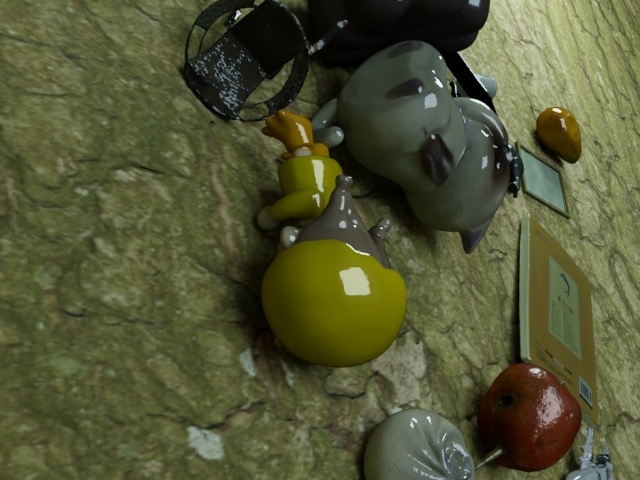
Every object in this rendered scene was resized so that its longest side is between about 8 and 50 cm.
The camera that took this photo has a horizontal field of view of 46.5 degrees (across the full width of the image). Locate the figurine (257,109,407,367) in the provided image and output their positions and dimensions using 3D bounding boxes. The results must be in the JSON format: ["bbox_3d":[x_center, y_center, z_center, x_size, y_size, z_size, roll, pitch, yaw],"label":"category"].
[{"bbox_3d":[0.000,0.000,0.997,0.215,0.187,0.344,23,47,-54],"label":"figurine"}]

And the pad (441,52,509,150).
[{"bbox_3d":[0.262,-0.337,1.433,0.330,0.004,0.220,62,10,28],"label":"pad"}]

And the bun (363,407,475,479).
[{"bbox_3d":[0.149,0.316,1.029,0.173,0.120,0.173,22,57,-37],"label":"bun"}]

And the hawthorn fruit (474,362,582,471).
[{"bbox_3d":[0.297,0.322,1.186,0.285,0.165,0.165,-38,99,-33],"label":"hawthorn fruit"}]

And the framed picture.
[{"bbox_3d":[0.528,-0.141,1.767,0.201,0.010,0.136,22,54,-40],"label":"framed picture"}]

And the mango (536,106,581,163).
[{"bbox_3d":[0.597,-0.265,1.845,0.165,0.089,0.115,28,53,-39],"label":"mango"}]

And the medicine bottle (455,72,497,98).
[{"bbox_3d":[0.339,-0.333,1.622,0.091,0.058,0.058,-7,76,-49],"label":"medicine bottle"}]

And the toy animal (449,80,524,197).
[{"bbox_3d":[0.324,-0.197,1.521,0.269,0.082,0.137,53,38,-5],"label":"toy animal"}]

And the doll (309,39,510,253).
[{"bbox_3d":[0.177,-0.163,1.231,0.370,0.226,0.215,32,29,-31],"label":"doll"}]

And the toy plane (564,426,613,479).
[{"bbox_3d":[0.513,0.441,1.406,0.171,0.065,0.162,0,81,-52],"label":"toy plane"}]

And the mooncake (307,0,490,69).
[{"bbox_3d":[0.124,-0.392,1.239,0.306,0.306,0.154,3,77,-47],"label":"mooncake"}]

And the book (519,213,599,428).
[{"bbox_3d":[0.494,0.158,1.541,0.269,0.032,0.389,43,41,-25],"label":"book"}]

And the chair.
[{"bbox_3d":[-0.088,-0.281,1.070,0.174,0.149,0.213,48,46,-20],"label":"chair"}]
